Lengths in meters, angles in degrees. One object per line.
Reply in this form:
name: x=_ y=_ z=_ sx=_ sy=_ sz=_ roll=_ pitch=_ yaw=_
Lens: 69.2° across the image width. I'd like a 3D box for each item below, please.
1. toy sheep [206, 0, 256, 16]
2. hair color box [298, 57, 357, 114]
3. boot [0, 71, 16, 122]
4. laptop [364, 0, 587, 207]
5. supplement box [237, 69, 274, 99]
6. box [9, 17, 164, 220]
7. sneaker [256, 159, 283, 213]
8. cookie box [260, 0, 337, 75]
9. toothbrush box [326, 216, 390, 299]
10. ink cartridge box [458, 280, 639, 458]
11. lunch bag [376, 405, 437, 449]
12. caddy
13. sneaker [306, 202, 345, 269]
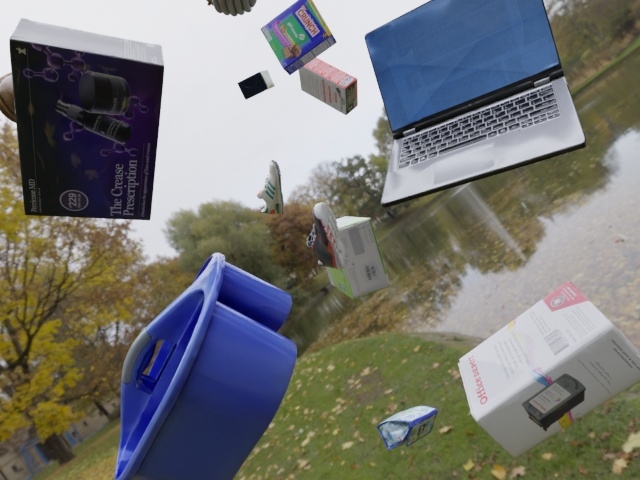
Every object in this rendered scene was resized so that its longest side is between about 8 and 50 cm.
toy sheep: x=-0.172 y=-0.495 z=0.928 sx=0.131 sy=0.091 sz=0.091 roll=4 pitch=0 yaw=6
hair color box: x=0.020 y=-0.416 z=1.240 sx=0.053 sy=0.167 sz=0.093 roll=-44 pitch=-25 yaw=-20
boot: x=-0.512 y=-0.302 z=0.936 sx=0.115 sy=0.112 sz=0.305 roll=-15 pitch=16 yaw=16
laptop: x=0.275 y=-0.324 z=0.948 sx=0.381 sy=0.236 sz=0.408 roll=-16 pitch=36 yaw=30
supplement box: x=-0.199 y=-0.486 z=1.447 sx=0.083 sy=0.056 sz=0.083 roll=-19 pitch=19 yaw=20
box: x=-0.341 y=-0.165 z=0.694 sx=0.184 sy=0.103 sz=0.261 roll=3 pitch=-53 yaw=-22
sneaker: x=-0.148 y=-0.148 z=1.329 sx=0.075 sy=0.162 sz=0.057 roll=-5 pitch=24 yaw=0
cookie box: x=-0.040 y=-0.374 z=0.845 sx=0.107 sy=0.092 sz=0.040 roll=-31 pitch=-5 yaw=13
toothbrush box: x=0.086 y=0.042 z=1.409 sx=0.122 sy=0.206 sz=0.283 roll=-18 pitch=6 yaw=-11
ink cartridge box: x=0.453 y=0.253 z=0.945 sx=0.306 sy=0.131 sz=0.226 roll=-45 pitch=6 yaw=19
lunch bag: x=0.272 y=0.563 z=1.416 sx=0.128 sy=0.096 sz=0.151 roll=-9 pitch=-32 yaw=-39
caddy: x=-0.175 y=0.181 z=0.638 sx=0.341 sy=0.179 sz=0.241 roll=-59 pitch=20 yaw=20
sneaker: x=0.000 y=0.000 z=0.842 sx=0.064 sy=0.158 sz=0.061 roll=-3 pitch=44 yaw=16
